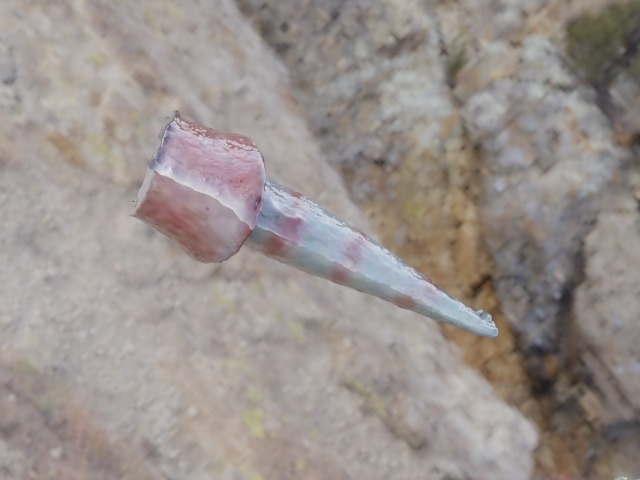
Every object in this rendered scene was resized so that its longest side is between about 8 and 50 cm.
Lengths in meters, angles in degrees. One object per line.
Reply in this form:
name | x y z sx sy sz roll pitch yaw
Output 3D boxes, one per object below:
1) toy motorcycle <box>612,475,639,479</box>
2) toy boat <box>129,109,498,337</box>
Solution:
toy motorcycle | 0.267 0.189 0.869 0.237 0.410 0.169 -23 97 -87
toy boat | 0.000 0.000 1.162 0.282 0.096 0.206 24 1 -7
